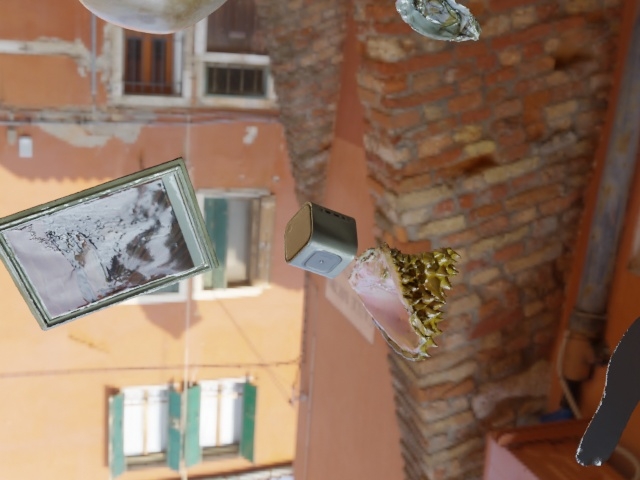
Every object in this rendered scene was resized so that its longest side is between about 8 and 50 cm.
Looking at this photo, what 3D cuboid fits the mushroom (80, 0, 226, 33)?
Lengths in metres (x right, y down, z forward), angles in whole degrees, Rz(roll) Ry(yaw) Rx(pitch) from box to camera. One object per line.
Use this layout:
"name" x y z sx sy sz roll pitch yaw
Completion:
"mushroom" -0.250 -0.443 1.229 0.298 0.297 0.290 -5 -170 -32

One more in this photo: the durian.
"durian" 0.152 0.118 1.538 0.186 0.195 0.305 -10 167 -20

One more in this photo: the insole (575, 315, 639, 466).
"insole" 0.314 0.158 0.905 0.064 0.188 0.004 10 -161 -20

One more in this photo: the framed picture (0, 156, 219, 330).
"framed picture" -0.290 0.013 1.194 0.273 0.216 0.016 -21 -136 -8

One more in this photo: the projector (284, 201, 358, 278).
"projector" 0.000 0.000 1.313 0.082 0.083 0.083 20 -135 -26

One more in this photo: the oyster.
"oyster" 0.140 -0.283 1.032 0.098 0.037 0.100 12 153 23
